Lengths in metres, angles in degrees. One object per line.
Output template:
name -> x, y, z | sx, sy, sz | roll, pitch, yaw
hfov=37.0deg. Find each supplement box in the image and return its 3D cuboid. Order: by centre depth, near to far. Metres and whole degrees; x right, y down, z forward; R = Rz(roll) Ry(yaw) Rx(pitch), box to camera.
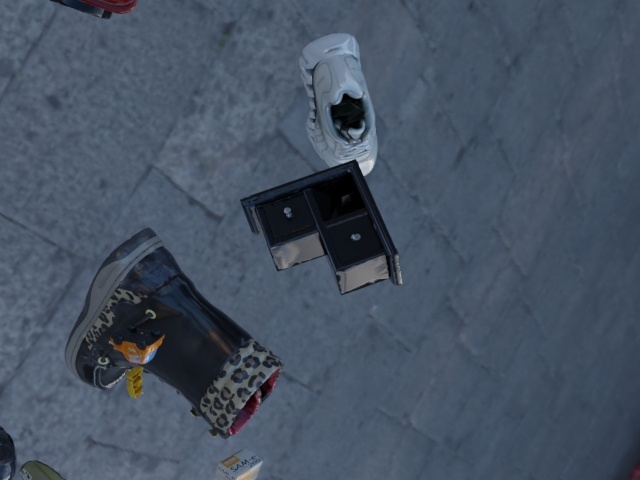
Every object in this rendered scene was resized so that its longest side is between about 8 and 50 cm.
supplement box -> -0.123, 0.344, 1.322 | 0.062, 0.036, 0.098 | -19, 135, -56

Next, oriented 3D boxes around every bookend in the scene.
bookend -> 0.000, 0.000, 1.182 | 0.157, 0.156, 0.072 | -19, 146, -2

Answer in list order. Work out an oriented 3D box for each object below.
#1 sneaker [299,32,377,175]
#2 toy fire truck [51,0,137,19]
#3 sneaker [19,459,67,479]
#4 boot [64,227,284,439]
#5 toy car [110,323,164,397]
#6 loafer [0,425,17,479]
sneaker -> 0.037, -0.174, 1.445 | 0.110, 0.118, 0.292 | -21, 147, -1
toy fire truck -> -0.199, -0.237, 0.595 | 0.217, 0.246, 0.158 | 17, 103, -19
sneaker -> -0.498, 0.598, 1.723 | 0.182, 0.410, 0.158 | -11, 156, -34
boot -> -0.220, 0.181, 1.413 | 0.138, 0.284, 0.377 | -42, 168, -43
toy car -> -0.210, 0.135, 1.048 | 0.122, 0.060, 0.040 | -74, 164, -67
loafer -> -0.343, 0.205, 0.881 | 0.076, 0.223, 0.078 | -6, 94, -43
